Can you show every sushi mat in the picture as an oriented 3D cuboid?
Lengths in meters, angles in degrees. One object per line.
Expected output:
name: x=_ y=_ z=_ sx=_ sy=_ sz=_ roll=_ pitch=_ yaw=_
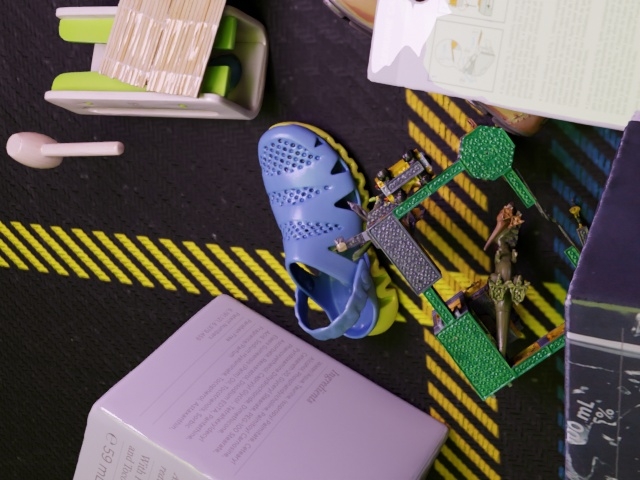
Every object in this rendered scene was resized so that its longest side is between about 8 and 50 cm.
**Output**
sushi mat: x=-0.165 y=-0.333 z=1.321 sx=0.151 sy=0.019 sz=0.316 roll=19 pitch=93 yaw=23

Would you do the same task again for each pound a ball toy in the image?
pound a ball toy: x=-0.235 y=-0.188 z=1.428 sx=0.319 sy=0.136 sz=0.208 roll=4 pitch=84 yaw=26

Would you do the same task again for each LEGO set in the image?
LEGO set: x=0.199 y=0.021 z=1.318 sx=0.331 sy=0.192 sz=0.255 roll=45 pitch=97 yaw=-1

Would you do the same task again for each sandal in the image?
sandal: x=0.000 y=0.000 z=1.410 sx=0.126 sy=0.138 sz=0.317 roll=-16 pitch=103 yaw=36

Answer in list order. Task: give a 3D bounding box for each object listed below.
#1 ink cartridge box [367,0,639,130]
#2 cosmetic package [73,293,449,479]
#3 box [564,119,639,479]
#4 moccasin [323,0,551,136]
ink cartridge box: x=0.258 y=-0.279 z=1.100 sx=0.385 sy=0.091 sz=0.308 roll=13 pitch=107 yaw=19
cosmetic package: x=-0.096 y=0.351 z=1.518 sx=0.394 sy=0.327 sz=0.329 roll=29 pitch=124 yaw=13
box: x=0.488 y=0.175 z=1.010 sx=0.472 sy=0.297 sz=0.480 roll=9 pitch=130 yaw=24
moccasin: x=0.120 y=-0.271 z=1.210 sx=0.380 sy=0.139 sz=0.147 roll=37 pitch=111 yaw=12
